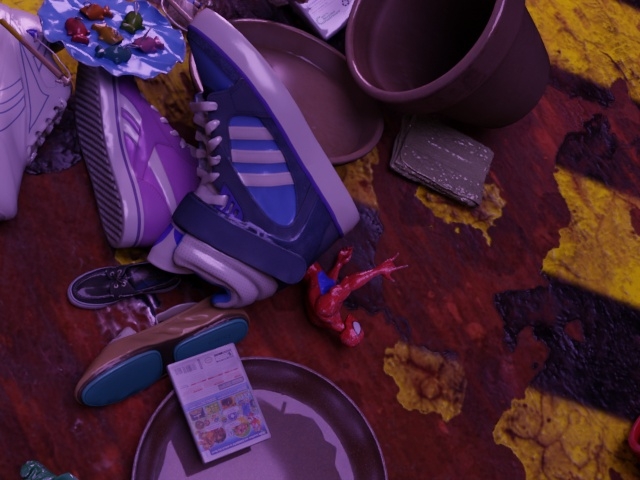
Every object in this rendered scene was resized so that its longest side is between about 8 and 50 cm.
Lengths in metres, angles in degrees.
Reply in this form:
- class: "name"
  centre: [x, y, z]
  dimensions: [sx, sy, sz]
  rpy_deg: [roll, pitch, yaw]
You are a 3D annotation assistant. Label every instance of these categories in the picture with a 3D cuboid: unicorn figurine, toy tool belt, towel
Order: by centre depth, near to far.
- class: "unicorn figurine"
  centre: [-0.098, -0.340, 1.453]
  dimensions: [0.162, 0.111, 0.060]
  rpy_deg: [-10, 102, 8]
- class: "toy tool belt"
  centre: [-0.179, -0.323, 1.464]
  dimensions: [0.051, 0.052, 0.083]
  rpy_deg: [35, 60, -40]
- class: "towel"
  centre: [0.173, -0.117, 1.518]
  dimensions: [0.148, 0.027, 0.110]
  rpy_deg: [24, 62, -8]

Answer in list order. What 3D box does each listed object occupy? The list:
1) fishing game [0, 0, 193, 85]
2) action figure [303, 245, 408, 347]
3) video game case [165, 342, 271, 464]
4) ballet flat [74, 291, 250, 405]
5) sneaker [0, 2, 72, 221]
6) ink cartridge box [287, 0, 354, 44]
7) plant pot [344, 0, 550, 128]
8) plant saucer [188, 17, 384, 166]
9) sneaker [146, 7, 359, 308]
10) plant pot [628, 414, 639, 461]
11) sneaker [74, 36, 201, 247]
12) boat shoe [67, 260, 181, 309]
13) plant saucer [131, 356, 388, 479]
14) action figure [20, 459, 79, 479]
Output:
- class: "fishing game"
  centre: [-0.254, -0.267, 1.315]
  dimensions: [0.264, 0.041, 0.189]
  rpy_deg: [-19, 54, -42]
- class: "action figure"
  centre: [0.000, 0.000, 1.366]
  dimensions: [0.139, 0.091, 0.280]
  rpy_deg: [-28, 80, -15]
- class: "video game case"
  centre: [-0.119, 0.189, 1.241]
  dimensions: [0.087, 0.011, 0.122]
  rpy_deg: [-17, 75, -26]
- class: "ballet flat"
  centre: [-0.196, 0.127, 1.269]
  dimensions: [0.232, 0.080, 0.073]
  rpy_deg: [-21, 50, -29]
- class: "sneaker"
  centre: [-0.367, -0.162, 1.295]
  dimensions: [0.129, 0.111, 0.297]
  rpy_deg: [8, 68, -24]
- class: "ink cartridge box"
  centre: [0.023, -0.433, 1.539]
  dimensions: [0.223, 0.045, 0.224]
  rpy_deg: [-37, 87, -7]
- class: "plant pot"
  centre: [0.202, -0.265, 1.463]
  dimensions: [0.229, 0.263, 0.263]
  rpy_deg: [29, 57, -44]
- class: "plant saucer"
  centre: [-0.047, -0.192, 1.414]
  dimensions: [0.278, 0.041, 0.278]
  rpy_deg: [16, 43, -16]
- class: "sneaker"
  centre: [-0.124, -0.074, 1.229]
  dimensions: [0.236, 0.130, 0.323]
  rpy_deg: [-36, 109, -7]
- class: "plant pot"
  centre: [0.536, 0.279, 1.401]
  dimensions: [0.174, 0.191, 0.191]
  rpy_deg: [48, 61, -3]
- class: "sneaker"
  centre: [-0.216, -0.128, 1.349]
  dimensions: [0.161, 0.102, 0.282]
  rpy_deg: [-8, 77, -31]
- class: "boat shoe"
  centre: [-0.237, 0.048, 1.292]
  dimensions: [0.142, 0.040, 0.049]
  rpy_deg: [-12, 74, -24]
- class: "plant saucer"
  centre: [-0.071, 0.293, 1.250]
  dimensions: [0.310, 0.050, 0.311]
  rpy_deg: [8, 67, -18]
- class: "action figure"
  centre: [-0.252, 0.335, 1.144]
  dimensions: [0.137, 0.063, 0.232]
  rpy_deg: [-34, 89, 3]
